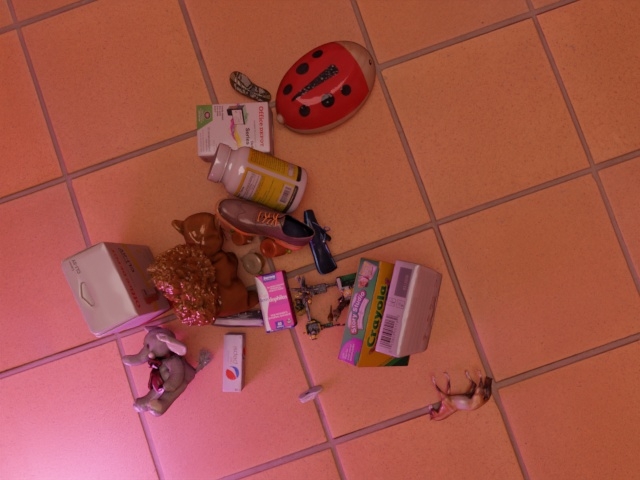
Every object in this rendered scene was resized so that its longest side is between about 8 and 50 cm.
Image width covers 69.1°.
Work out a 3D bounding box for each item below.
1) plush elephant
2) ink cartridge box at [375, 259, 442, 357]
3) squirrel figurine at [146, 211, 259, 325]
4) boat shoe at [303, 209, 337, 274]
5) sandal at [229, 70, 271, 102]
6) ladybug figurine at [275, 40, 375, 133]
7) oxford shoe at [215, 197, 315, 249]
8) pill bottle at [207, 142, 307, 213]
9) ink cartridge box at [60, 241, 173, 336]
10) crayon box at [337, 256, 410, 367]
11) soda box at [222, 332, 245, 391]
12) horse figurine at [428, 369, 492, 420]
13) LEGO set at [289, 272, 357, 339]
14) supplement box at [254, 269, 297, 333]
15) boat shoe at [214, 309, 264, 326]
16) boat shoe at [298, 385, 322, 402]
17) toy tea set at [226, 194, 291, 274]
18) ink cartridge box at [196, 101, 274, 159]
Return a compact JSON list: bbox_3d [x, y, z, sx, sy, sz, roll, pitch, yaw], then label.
[{"bbox_3d":[-0.587,0.442,1.702,0.330,0.272,0.255,-41,101,-29],"label":"plush elephant"},{"bbox_3d":[0.328,0.242,1.650,0.091,0.385,0.307,11,87,27],"label":"ink cartridge box"},{"bbox_3d":[-0.414,0.090,1.636,0.281,0.397,0.369,-3,98,13],"label":"squirrel figurine"},{"bbox_3d":[0.000,0.000,1.795,0.089,0.109,0.258,-16,103,-6],"label":"boat shoe"},{"bbox_3d":[-0.281,-0.603,1.850,0.180,0.049,0.072,28,94,-12],"label":"sandal"},{"bbox_3d":[0.015,-0.595,1.780,0.449,0.162,0.305,-41,87,-1],"label":"ladybug figurine"},{"bbox_3d":[-0.189,-0.076,1.647,0.364,0.133,0.129,18,68,-22],"label":"oxford shoe"},{"bbox_3d":[-0.232,-0.232,1.708,0.334,0.188,0.187,19,88,-19],"label":"pill bottle"},{"bbox_3d":[-0.694,0.164,1.650,0.161,0.384,0.279,-27,87,0],"label":"ink cartridge box"},{"bbox_3d":[0.232,0.263,1.664,0.106,0.313,0.362,11,87,43],"label":"crayon box"},{"bbox_3d":[-0.331,0.465,1.784,0.074,0.069,0.215,1,86,2],"label":"soda box"},{"bbox_3d":[0.533,0.584,1.758,0.264,0.066,0.174,-8,81,3],"label":"horse figurine"},{"bbox_3d":[0.058,0.239,1.723,0.332,0.192,0.254,-5,87,1],"label":"LEGO set"},{"bbox_3d":[-0.169,0.230,1.771,0.111,0.114,0.219,-14,85,2],"label":"supplement box"},{"bbox_3d":[-0.331,0.292,1.793,0.229,0.080,0.075,0,70,4],"label":"boat shoe"},{"bbox_3d":[-0.033,0.595,1.791,0.100,0.035,0.035,-28,114,-4],"label":"boat shoe"},{"bbox_3d":[-0.254,-0.044,1.805,0.200,0.124,0.335,-28,90,29],"label":"toy tea set"},{"bbox_3d":[-0.327,-0.419,1.803,0.279,0.117,0.201,-3,87,1],"label":"ink cartridge box"}]
